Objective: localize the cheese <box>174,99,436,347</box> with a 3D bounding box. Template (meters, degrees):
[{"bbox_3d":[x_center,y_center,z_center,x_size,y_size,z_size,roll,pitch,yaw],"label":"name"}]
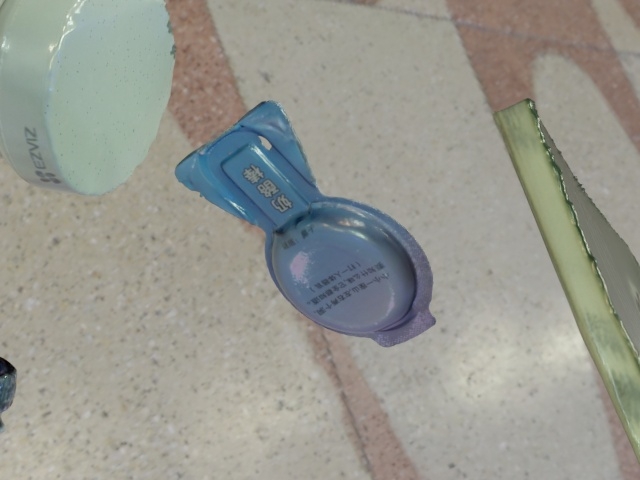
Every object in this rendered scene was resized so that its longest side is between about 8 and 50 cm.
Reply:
[{"bbox_3d":[0.000,0.000,0.812,0.244,0.135,0.052,46,33,-19],"label":"cheese"}]

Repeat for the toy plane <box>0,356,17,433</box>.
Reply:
[{"bbox_3d":[-0.178,0.089,0.355,0.101,0.250,0.255,10,6,4],"label":"toy plane"}]

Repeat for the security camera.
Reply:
[{"bbox_3d":[-0.259,-0.148,0.803,0.236,0.194,0.194,14,38,19],"label":"security camera"}]

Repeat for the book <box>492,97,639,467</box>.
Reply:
[{"bbox_3d":[0.229,0.077,0.731,0.371,0.043,0.260,35,35,-58],"label":"book"}]
